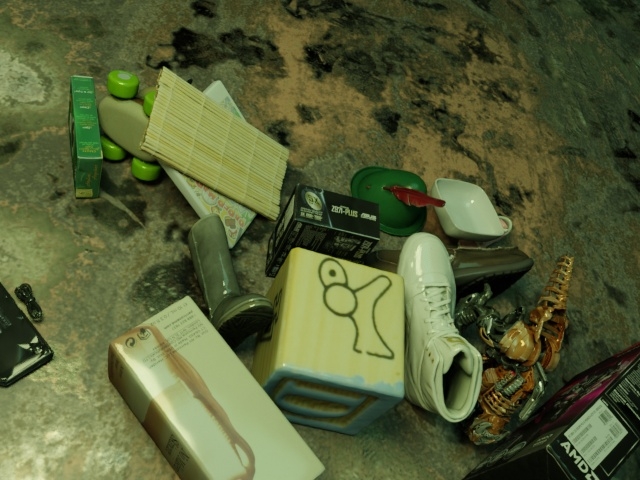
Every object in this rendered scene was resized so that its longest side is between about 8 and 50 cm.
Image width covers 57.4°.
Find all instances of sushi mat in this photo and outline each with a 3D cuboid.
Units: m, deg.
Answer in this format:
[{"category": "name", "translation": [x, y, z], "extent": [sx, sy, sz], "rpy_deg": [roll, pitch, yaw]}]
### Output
[{"category": "sushi mat", "translation": [-0.166, -0.156, 1.015], "extent": [0.316, 0.019, 0.151], "rpy_deg": [28, 61, -47]}]

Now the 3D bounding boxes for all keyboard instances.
[{"category": "keyboard", "translation": [-0.454, 0.111, 0.838], "extent": [0.108, 0.023, 0.180], "rpy_deg": [-36, 77, -30]}]

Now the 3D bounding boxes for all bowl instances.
[{"category": "bowl", "translation": [0.290, -0.055, 1.189], "extent": [0.142, 0.053, 0.142], "rpy_deg": [5, 52, -28]}]

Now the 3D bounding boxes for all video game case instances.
[{"category": "video game case", "translation": [-0.174, -0.135, 1.037], "extent": [0.227, 0.026, 0.206], "rpy_deg": [58, 44, -30]}]

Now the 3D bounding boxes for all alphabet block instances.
[{"category": "alphabet block", "translation": [0.008, 0.157, 0.888], "extent": [0.192, 0.193, 0.197], "rpy_deg": [17, 52, -14]}]

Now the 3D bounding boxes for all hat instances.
[{"category": "hat", "translation": [0.179, -0.122, 1.159], "extent": [0.173, 0.183, 0.208], "rpy_deg": [-29, 72, -36]}]

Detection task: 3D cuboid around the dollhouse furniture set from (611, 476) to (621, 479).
[{"category": "dollhouse furniture set", "translation": [0.437, 0.462, 0.899], "extent": [0.144, 0.123, 0.151], "rpy_deg": [25, 51, -5]}]

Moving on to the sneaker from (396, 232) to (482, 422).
[{"category": "sneaker", "translation": [0.195, 0.131, 0.919], "extent": [0.108, 0.169, 0.292], "rpy_deg": [-2, 89, -14]}]

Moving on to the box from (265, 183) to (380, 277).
[{"category": "box", "translation": [0.000, 0.000, 1.001], "extent": [0.147, 0.180, 0.077], "rpy_deg": [13, 53, -14]}]

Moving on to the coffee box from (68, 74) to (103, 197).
[{"category": "coffee box", "translation": [-0.404, -0.176, 1.001], "extent": [0.040, 0.113, 0.184], "rpy_deg": [-2, 57, -27]}]

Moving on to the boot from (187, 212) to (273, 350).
[{"category": "boot", "translation": [-0.147, 0.051, 0.911], "extent": [0.076, 0.189, 0.208], "rpy_deg": [12, 56, -34]}]

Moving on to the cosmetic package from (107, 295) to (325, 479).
[{"category": "cosmetic package", "translation": [-0.150, 0.244, 0.791], "extent": [0.129, 0.153, 0.296], "rpy_deg": [-33, 72, -34]}]

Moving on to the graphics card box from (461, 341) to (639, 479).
[{"category": "graphics card box", "translation": [0.420, 0.297, 0.938], "extent": [0.371, 0.233, 0.094], "rpy_deg": [-26, 71, -33]}]

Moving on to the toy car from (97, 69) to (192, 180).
[{"category": "toy car", "translation": [-0.292, -0.226, 1.066], "extent": [0.149, 0.155, 0.188], "rpy_deg": [31, 36, 9]}]

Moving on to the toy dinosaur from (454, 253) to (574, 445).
[{"category": "toy dinosaur", "translation": [0.331, 0.180, 0.976], "extent": [0.322, 0.218, 0.164], "rpy_deg": [-42, 110, 2]}]

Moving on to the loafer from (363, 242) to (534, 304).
[{"category": "loafer", "translation": [0.240, 0.044, 1.100], "extent": [0.366, 0.134, 0.130], "rpy_deg": [-5, 59, -25]}]

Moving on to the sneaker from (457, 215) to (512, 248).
[{"category": "sneaker", "translation": [0.349, -0.015, 1.229], "extent": [0.134, 0.070, 0.051], "rpy_deg": [-21, 69, -31]}]
